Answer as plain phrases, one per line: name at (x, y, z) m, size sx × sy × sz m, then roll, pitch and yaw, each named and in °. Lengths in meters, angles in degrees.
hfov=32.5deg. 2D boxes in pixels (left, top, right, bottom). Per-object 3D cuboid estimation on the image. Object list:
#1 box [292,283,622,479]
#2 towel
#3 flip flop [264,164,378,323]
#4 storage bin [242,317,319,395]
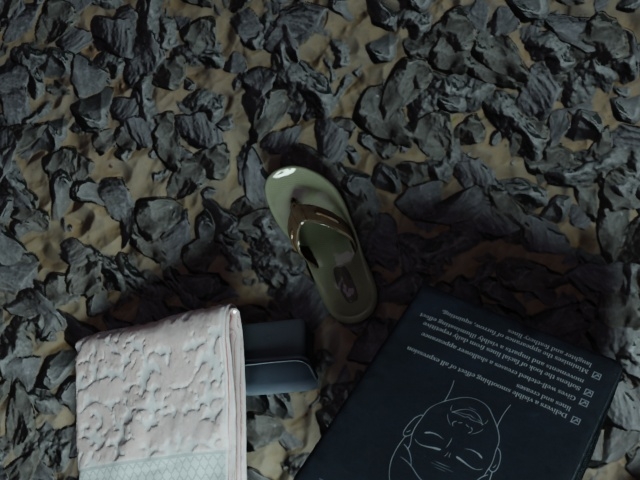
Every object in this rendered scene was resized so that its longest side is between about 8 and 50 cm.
box at (0.172, 0.297, 1.412) m, size 0.294 × 0.212 × 0.395 m, roll 23°, pitch 48°, yaw 19°
towel at (-0.250, 0.274, 1.657) m, size 0.332 × 0.053 × 0.316 m, roll -14°, pitch 71°, yaw 33°
flip flop at (0.000, 0.000, 1.686) m, size 0.112 × 0.080 × 0.277 m, roll -28°, pitch 73°, yaw 9°
storage bin at (-0.068, 0.177, 1.673) m, size 0.135 × 0.098 × 0.091 m, roll -6°, pitch 50°, yaw 15°
